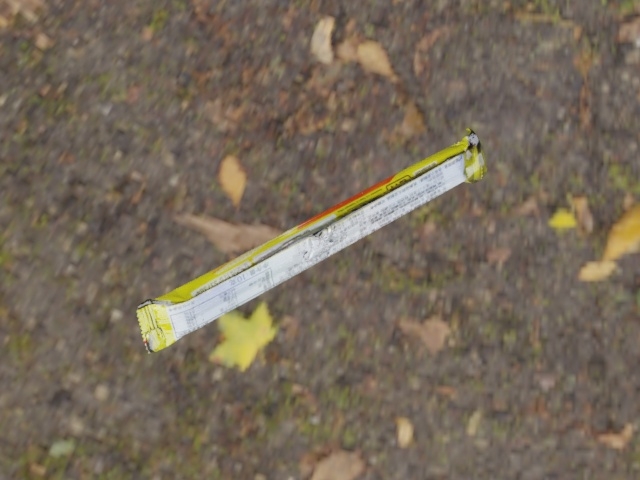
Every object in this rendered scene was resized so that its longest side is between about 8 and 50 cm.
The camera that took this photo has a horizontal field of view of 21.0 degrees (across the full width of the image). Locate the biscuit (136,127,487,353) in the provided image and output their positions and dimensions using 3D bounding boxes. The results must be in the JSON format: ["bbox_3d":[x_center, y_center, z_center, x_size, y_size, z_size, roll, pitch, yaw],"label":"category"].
[{"bbox_3d":[0.000,0.000,1.240,0.292,0.026,0.048,-28,128,-18],"label":"biscuit"}]
